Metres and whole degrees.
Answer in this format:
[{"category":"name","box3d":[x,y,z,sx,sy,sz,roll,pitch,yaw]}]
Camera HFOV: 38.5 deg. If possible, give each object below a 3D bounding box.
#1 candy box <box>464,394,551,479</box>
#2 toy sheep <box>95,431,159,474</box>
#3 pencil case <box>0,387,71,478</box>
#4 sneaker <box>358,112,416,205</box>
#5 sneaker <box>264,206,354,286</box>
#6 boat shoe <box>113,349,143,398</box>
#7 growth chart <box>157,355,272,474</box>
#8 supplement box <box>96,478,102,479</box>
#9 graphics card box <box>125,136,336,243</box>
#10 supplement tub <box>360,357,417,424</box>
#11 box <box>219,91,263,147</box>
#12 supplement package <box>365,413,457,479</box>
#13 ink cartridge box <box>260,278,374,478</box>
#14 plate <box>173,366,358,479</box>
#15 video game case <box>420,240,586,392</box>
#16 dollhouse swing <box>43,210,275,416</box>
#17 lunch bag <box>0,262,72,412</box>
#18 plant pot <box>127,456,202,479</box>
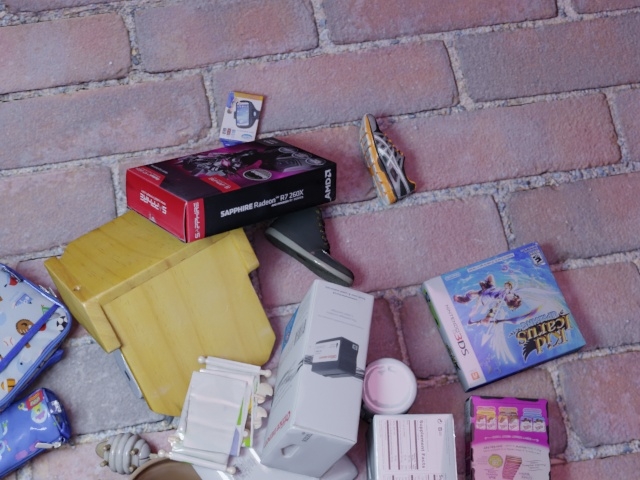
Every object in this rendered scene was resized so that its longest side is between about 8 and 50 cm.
[{"category":"candy box","box3d":[0.371,0.432,1.823,0.159,0.071,0.233,3,70,0]},{"category":"toy sheep","box3d":[-0.380,0.420,1.803,0.132,0.091,0.091,10,71,10]},{"category":"pencil case","box3d":[-0.629,0.409,1.784,0.306,0.119,0.133,-31,52,-10]},{"category":"sneaker","box3d":[0.144,-0.184,2.035,0.083,0.084,0.214,-17,81,-10]},{"category":"sneaker","box3d":[0.000,0.000,1.961,0.222,0.083,0.118,34,73,11]},{"category":"boat shoe","box3d":[-0.386,0.259,1.886,0.040,0.049,0.142,-18,69,-35]},{"category":"growth chart","box3d":[-0.191,0.331,1.758,0.172,0.021,0.237,21,57,-5]},{"category":"supplement box","box3d":[-0.470,0.574,1.753,0.080,0.078,0.233,38,75,8]},{"category":"graphics card box","box3d":[-0.177,-0.111,1.857,0.371,0.094,0.233,-16,29,-36]},{"category":"supplement tub","box3d":[0.124,0.303,1.800,0.117,0.190,0.116,0,71,0]},{"category":"box","box3d":[-0.180,-0.269,2.082,0.081,0.028,0.136,9,69,2]},{"category":"supplement package","box3d":[0.165,0.444,1.713,0.145,0.262,0.204,-1,71,-1]},{"category":"ink cartridge box","box3d":[-0.005,0.266,1.748,0.129,0.223,0.307,17,55,-10]},{"category":"plate","box3d":[-0.099,0.411,1.787,0.278,0.045,0.277,-29,73,-32]},{"category":"video game case","box3d":[0.382,0.158,1.926,0.270,0.061,0.244,-19,73,-8]},{"category":"dollhouse swing","box3d":[-0.314,0.129,1.895,0.347,0.304,0.315,-31,36,-22]},{"category":"lunch bag","box3d":[-0.642,0.195,1.802,0.243,0.115,0.303,37,48,-3]},{"category":"plant pot","box3d":[-0.275,0.535,1.735,0.237,0.109,0.237,10,55,-15]}]
